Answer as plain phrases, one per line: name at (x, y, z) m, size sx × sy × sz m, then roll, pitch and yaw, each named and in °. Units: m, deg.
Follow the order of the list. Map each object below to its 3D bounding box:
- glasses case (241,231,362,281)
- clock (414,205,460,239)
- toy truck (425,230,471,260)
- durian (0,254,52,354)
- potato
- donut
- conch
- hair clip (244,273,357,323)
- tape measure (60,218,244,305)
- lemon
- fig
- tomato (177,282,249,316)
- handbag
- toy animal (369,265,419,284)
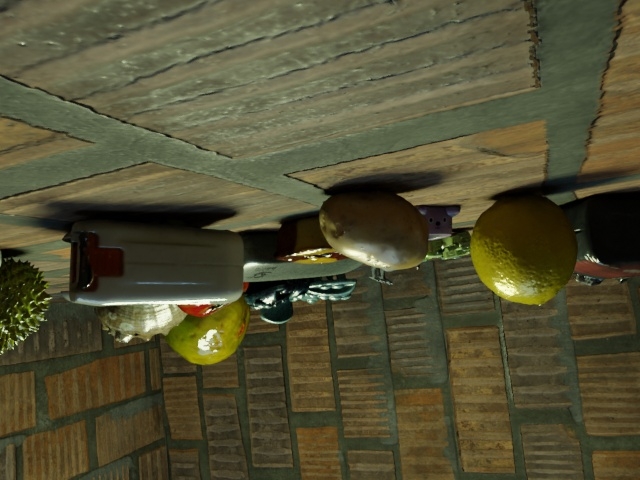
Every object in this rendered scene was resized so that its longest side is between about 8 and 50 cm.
glasses case at (-0.043, 0.031, 1.161) m, size 0.322 × 0.074 × 0.131 m, roll -2°, pitch 158°, yaw -32°
clock at (0.188, -0.030, 1.019) m, size 0.152 × 0.050 × 0.110 m, roll -2°, pitch 172°, yaw -34°
toy truck at (0.333, 0.013, 1.453) m, size 0.168 × 0.077 × 0.100 m, roll -2°, pitch 176°, yaw -21°
durian at (-0.634, 0.129, 0.955) m, size 0.291 × 0.225 × 0.291 m, roll -41°, pitch -179°, yaw 1°
potato at (0.079, -0.017, 0.768) m, size 0.178 × 0.119 × 0.109 m, roll 13°, pitch 129°, yaw -30°
donut at (0.000, 0.000, 1.002) m, size 0.166 × 0.074 × 0.184 m, roll -9°, pitch 172°, yaw 33°
conch at (-0.470, 0.174, 1.552) m, size 0.296 × 0.210 × 0.352 m, roll -12°, pitch 180°, yaw -38°
hair clip at (-0.073, 0.087, 1.345) m, size 0.310 × 0.195 × 0.206 m, roll 1°, pitch 159°, yaw -39°
tape measure at (-0.263, 0.035, 0.833) m, size 0.258 × 0.130 × 0.265 m, roll 2°, pitch 176°, yaw -38°
lemon at (0.354, 0.017, 0.952) m, size 0.178 × 0.203 × 0.178 m, roll -20°, pitch -177°, yaw 1°
fig at (-0.425, 0.262, 1.958) m, size 0.342 × 0.344 × 0.343 m, roll -6°, pitch 174°, yaw -1°
tomato at (-0.271, 0.133, 1.452) m, size 0.227 × 0.101 × 0.228 m, roll -36°, pitch 173°, yaw -5°
handbag at (0.611, 0.000, 1.150) m, size 0.254 × 0.182 × 0.181 m, roll -2°, pitch 171°, yaw -12°
toy animal at (0.217, 0.048, 1.681) m, size 0.239 × 0.177 × 0.255 m, roll 5°, pitch -158°, yaw -47°
